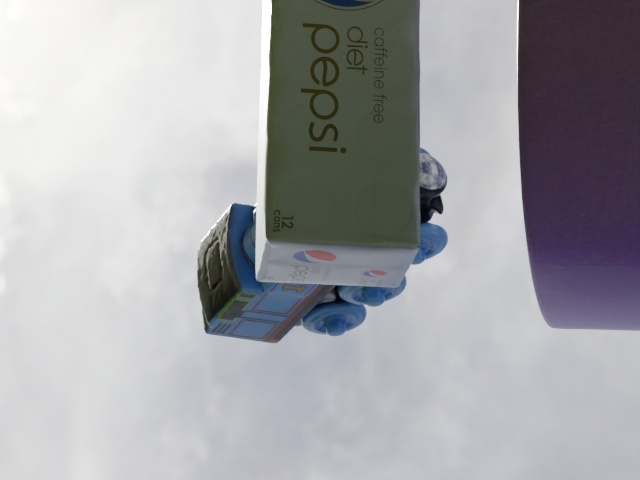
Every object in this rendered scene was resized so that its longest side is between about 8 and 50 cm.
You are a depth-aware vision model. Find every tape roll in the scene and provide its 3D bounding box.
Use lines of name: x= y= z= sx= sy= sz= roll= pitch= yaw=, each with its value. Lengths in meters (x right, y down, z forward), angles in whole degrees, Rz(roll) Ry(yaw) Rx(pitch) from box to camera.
tape roll: x=0.166 y=-0.090 z=0.807 sx=0.090 sy=0.275 sz=0.275 roll=0 pitch=-95 yaw=15

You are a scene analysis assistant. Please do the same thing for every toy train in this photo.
toy train: x=0.000 y=0.000 z=0.927 sx=0.184 sy=0.105 sz=0.080 roll=-46 pitch=-134 yaw=49

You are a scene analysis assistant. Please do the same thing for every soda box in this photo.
soda box: x=0.009 y=-0.089 z=0.749 sx=0.069 sy=0.074 sz=0.216 roll=110 pitch=-18 yaw=-71
